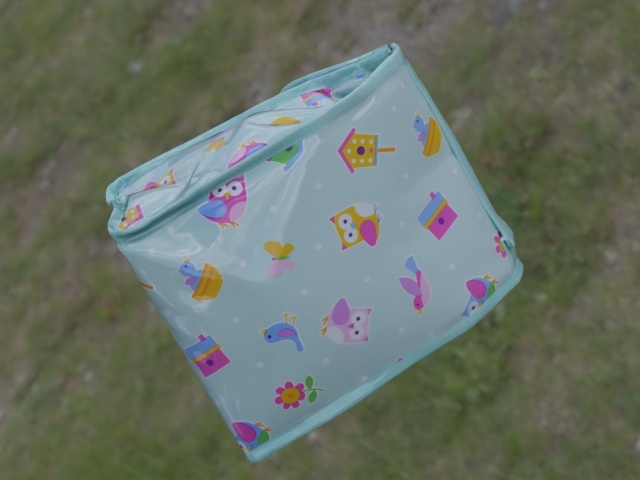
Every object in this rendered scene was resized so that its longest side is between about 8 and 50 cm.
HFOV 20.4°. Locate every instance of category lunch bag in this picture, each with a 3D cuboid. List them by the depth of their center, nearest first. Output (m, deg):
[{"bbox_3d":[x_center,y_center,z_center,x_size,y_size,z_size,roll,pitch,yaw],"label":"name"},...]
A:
[{"bbox_3d":[0.000,0.000,1.347,0.262,0.223,0.160,-31,17,-1],"label":"lunch bag"}]
